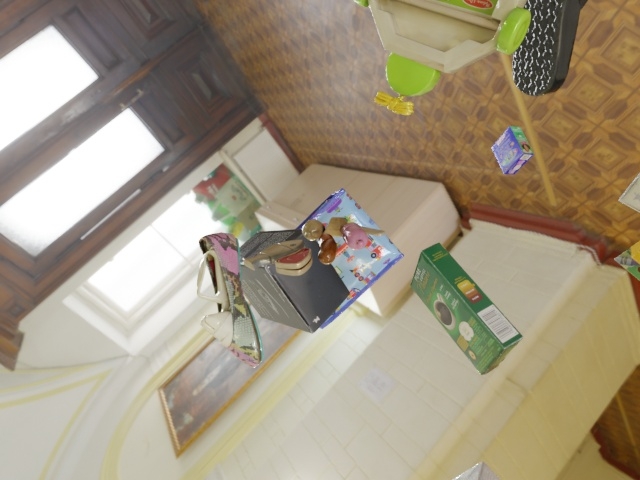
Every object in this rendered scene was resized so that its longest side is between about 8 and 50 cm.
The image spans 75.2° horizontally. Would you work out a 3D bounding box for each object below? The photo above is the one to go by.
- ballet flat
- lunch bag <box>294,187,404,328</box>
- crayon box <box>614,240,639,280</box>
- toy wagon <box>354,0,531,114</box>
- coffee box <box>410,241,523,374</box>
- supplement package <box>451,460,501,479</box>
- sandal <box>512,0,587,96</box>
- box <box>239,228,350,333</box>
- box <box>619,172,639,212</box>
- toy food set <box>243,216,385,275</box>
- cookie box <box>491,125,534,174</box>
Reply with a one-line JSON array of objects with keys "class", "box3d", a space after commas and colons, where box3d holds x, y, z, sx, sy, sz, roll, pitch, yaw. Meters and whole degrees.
[{"class": "ballet flat", "box3d": [-0.151, 0.092, 0.646, 0.077, 0.079, 0.222, -32, 67, 48]}, {"class": "lunch bag", "box3d": [0.013, 0.056, 1.014, 0.221, 0.293, 0.138, 47, 173, -7]}, {"class": "crayon box", "box3d": [0.956, 0.030, 1.034, 0.203, 0.083, 0.323, 44, 129, 11]}, {"class": "toy wagon", "box3d": [0.172, -0.354, 0.595, 0.267, 0.068, 0.345, 34, 122, 25]}, {"class": "coffee box", "box3d": [0.214, 0.103, 0.638, 0.184, 0.040, 0.113, 55, 162, 32]}, {"class": "supplement package", "box3d": [0.300, 0.568, 0.675, 0.293, 0.175, 0.177, 46, -151, 15]}, {"class": "sandal", "box3d": [0.493, -0.528, 0.841, 0.168, 0.107, 0.446, -123, 19, -47]}, {"class": "box", "box3d": [-0.071, 0.070, 0.778, 0.207, 0.108, 0.153, 0, 127, 55]}, {"class": "box", "box3d": [0.727, -0.106, 0.849, 0.311, 0.148, 0.121, -6, -139, -50]}, {"class": "toy food set", "box3d": [0.000, 0.000, 0.367, 0.077, 0.122, 0.019, 14, 119, 40]}, {"class": "cookie box", "box3d": [0.555, -0.261, 1.205, 0.092, 0.040, 0.107, 116, 150, -55]}]
